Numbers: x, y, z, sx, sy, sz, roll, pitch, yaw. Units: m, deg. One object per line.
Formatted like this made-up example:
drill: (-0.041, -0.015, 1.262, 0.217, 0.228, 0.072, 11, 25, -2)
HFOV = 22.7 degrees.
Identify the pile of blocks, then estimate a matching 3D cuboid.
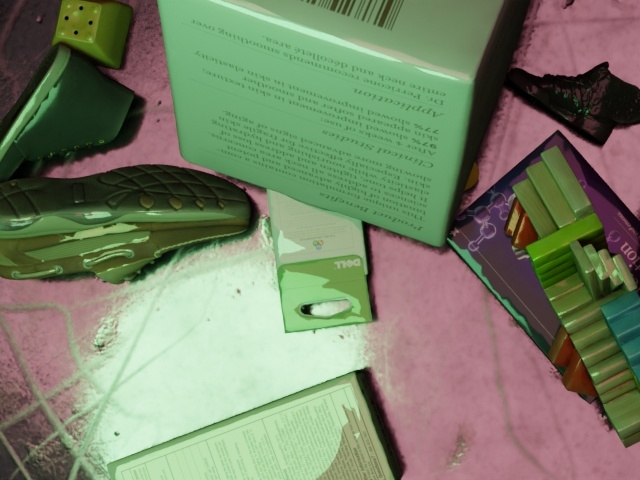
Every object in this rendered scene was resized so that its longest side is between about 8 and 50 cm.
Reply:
pile of blocks: (0.288, 0.084, 1.712, 0.112, 0.149, 0.362, -28, 86, 3)

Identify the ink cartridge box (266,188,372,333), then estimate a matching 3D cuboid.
ink cartridge box: (0.000, 0.000, 1.889, 0.109, 0.062, 0.209, -7, 87, 5)

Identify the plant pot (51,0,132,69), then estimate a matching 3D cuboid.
plant pot: (-0.283, -0.259, 1.921, 0.081, 0.083, 0.081, 12, 88, 7)

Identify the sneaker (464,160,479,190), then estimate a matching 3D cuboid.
sneaker: (0.121, -0.073, 1.889, 0.144, 0.059, 0.053, -14, 115, 16)

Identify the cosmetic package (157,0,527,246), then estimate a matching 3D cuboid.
cosmetic package: (0.043, -0.252, 1.691, 0.329, 0.394, 0.327, 19, 68, 7)

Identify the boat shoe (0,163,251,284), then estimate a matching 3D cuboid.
boat shoe: (-0.244, -0.013, 1.902, 0.324, 0.123, 0.116, -2, 121, -3)

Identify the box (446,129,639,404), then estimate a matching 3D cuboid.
box: (0.291, 0.031, 1.841, 0.184, 0.103, 0.261, -42, 84, 5)

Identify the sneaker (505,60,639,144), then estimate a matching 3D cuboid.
sneaker: (0.310, -0.178, 1.875, 0.170, 0.051, 0.089, 34, 91, 2)

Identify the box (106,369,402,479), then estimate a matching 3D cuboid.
box: (-0.075, 0.269, 1.854, 0.311, 0.121, 0.148, -20, 85, 5)

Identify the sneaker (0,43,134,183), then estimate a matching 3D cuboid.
sneaker: (-0.324, -0.118, 1.921, 0.118, 0.083, 0.222, 31, 110, -22)
